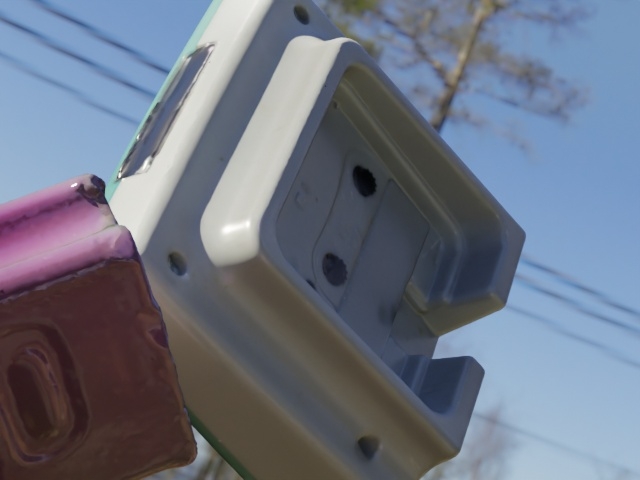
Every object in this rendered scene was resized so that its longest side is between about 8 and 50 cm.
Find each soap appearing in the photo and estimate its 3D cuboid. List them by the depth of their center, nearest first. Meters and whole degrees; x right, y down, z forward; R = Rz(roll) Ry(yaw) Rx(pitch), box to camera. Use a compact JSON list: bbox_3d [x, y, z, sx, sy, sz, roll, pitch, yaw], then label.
[{"bbox_3d":[-0.159,0.065,0.673,0.065,0.203,0.122,-124,-163,-52],"label":"soap"}]

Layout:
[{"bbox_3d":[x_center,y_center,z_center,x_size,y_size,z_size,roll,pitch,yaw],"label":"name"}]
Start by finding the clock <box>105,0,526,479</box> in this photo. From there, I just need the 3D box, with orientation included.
[{"bbox_3d":[0.000,0.000,0.979,0.116,0.262,0.231,-19,-57,35],"label":"clock"}]
